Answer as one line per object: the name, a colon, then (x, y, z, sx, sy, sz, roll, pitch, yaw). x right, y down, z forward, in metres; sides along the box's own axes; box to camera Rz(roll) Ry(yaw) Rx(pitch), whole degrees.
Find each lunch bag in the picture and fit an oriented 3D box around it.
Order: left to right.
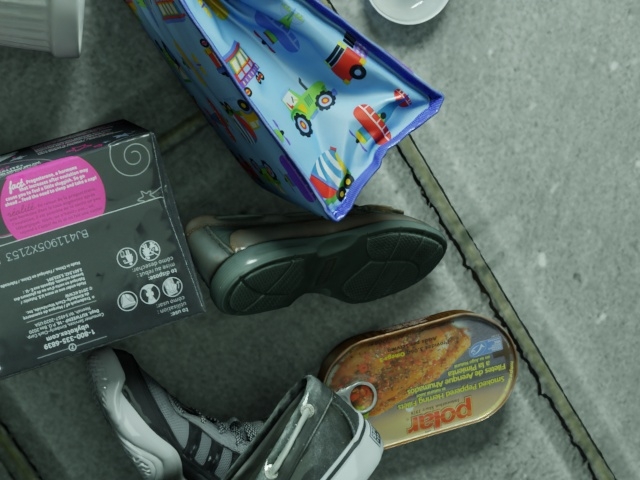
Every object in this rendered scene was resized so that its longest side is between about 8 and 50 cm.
lunch bag: (-0.076, -0.169, 1.390, 0.293, 0.221, 0.138, 43, 85, -18)

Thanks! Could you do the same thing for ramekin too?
ramekin: (-0.238, -0.247, 1.349, 0.109, 0.207, 0.207, 2, 98, -7)

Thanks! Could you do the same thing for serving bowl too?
serving bowl: (0.074, -0.232, 1.527, 0.083, 0.027, 0.083, -2, 99, -16)

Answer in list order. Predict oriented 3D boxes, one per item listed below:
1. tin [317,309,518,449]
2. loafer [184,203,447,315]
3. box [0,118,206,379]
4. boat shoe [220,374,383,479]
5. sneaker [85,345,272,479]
tin: (0.087, 0.127, 1.580, 0.190, 0.040, 0.106, -14, 98, -13)
loafer: (0.000, 0.000, 1.479, 0.267, 0.084, 0.096, -6, 138, -46)
box: (-0.242, 0.014, 1.415, 0.247, 0.142, 0.163, -18, 104, -12)
boat shoe: (-0.082, 0.244, 1.412, 0.306, 0.113, 0.105, -47, 108, -4)
sneaker: (-0.085, 0.171, 1.507, 0.153, 0.101, 0.268, -36, 112, -9)
